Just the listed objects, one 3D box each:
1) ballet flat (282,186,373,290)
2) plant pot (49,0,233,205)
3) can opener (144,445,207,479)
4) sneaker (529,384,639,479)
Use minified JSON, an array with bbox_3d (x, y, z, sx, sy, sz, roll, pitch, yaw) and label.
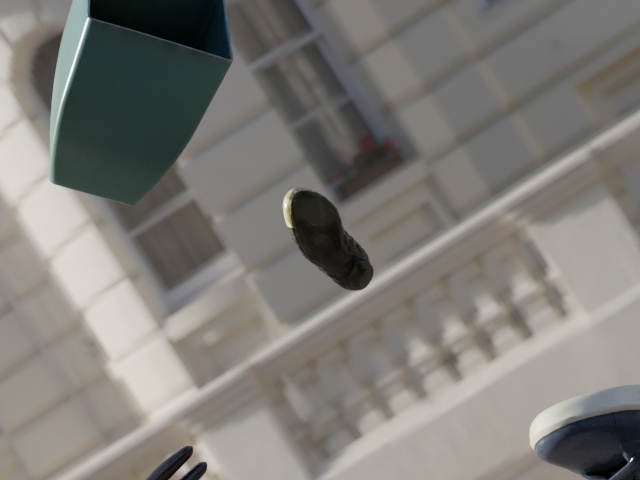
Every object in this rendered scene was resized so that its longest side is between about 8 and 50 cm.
[{"bbox_3d":[0.000,0.000,1.764,0.057,0.049,0.173,-54,-37,-12],"label":"ballet flat"},{"bbox_3d":[-0.221,-0.169,2.026,0.165,0.165,0.234,-101,32,-55],"label":"plant pot"},{"bbox_3d":[-0.200,0.301,1.984,0.186,0.059,0.073,-37,16,-17],"label":"can opener"},{"bbox_3d":[0.353,0.232,1.605,0.350,0.148,0.131,12,-30,-14],"label":"sneaker"}]
